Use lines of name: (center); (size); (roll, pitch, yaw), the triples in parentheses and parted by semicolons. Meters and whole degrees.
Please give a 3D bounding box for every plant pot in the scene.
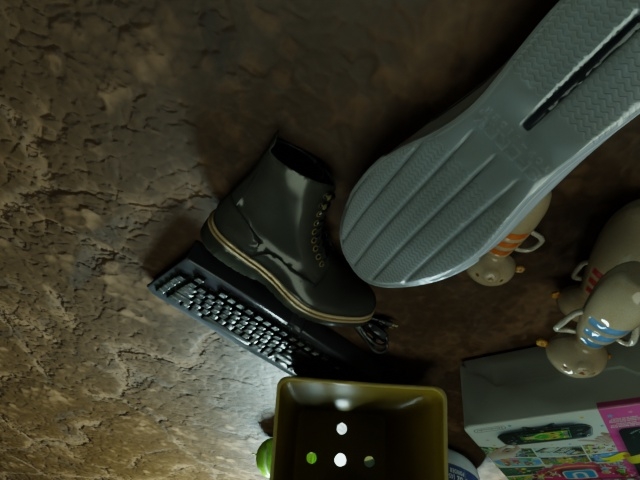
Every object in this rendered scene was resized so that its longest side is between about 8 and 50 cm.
plant pot: (0.038, 0.305, 0.653); (0.212, 0.212, 0.187); (5, 160, -3)

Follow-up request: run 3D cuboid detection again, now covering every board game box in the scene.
board game box: (0.345, 0.251, 0.631); (0.224, 0.097, 0.303); (-20, 129, 28)

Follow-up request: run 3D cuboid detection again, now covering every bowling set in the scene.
bowling set: (0.260, 0.073, 0.404); (0.287, 0.200, 0.154); (12, 137, 5)

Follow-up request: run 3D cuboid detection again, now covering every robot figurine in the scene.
robot figurine: (-0.062, 0.385, 0.861); (0.115, 0.067, 0.101); (-7, 135, 18)

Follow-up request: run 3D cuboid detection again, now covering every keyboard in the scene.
keyboard: (-0.039, 0.106, 0.604); (0.317, 0.033, 0.201); (37, 130, -25)

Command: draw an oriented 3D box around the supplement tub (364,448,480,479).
supplement tub: (0.149, 0.515, 0.774); (0.228, 0.316, 0.228); (5, 135, 5)

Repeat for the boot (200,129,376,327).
boot: (0.000, 0.000, 0.464); (0.198, 0.077, 0.137); (28, 128, -19)

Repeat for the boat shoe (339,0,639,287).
boat shoe: (0.129, -0.059, 0.357); (0.109, 0.094, 0.302); (56, 134, 8)
